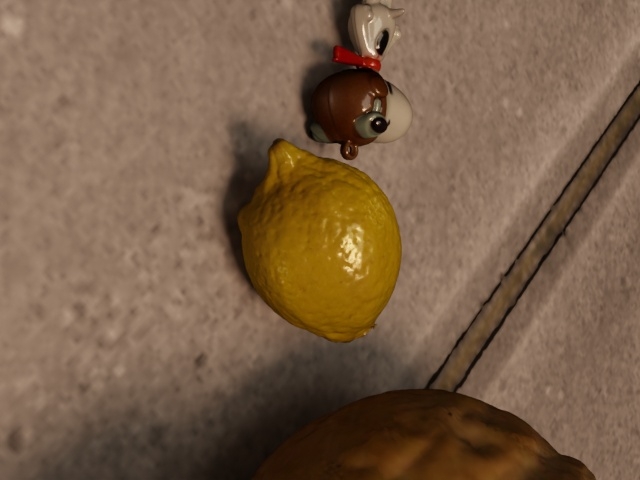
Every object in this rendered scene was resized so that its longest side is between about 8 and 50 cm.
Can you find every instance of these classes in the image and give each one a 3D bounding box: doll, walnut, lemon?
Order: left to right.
[{"bbox_3d":[0.000,0.000,0.357,0.065,0.065,0.092,-36,114,-35],"label":"lemon"},{"bbox_3d":[0.021,-0.080,0.392,0.058,0.040,0.085,-15,104,-53],"label":"doll"},{"bbox_3d":[0.042,0.134,0.341,0.166,0.149,0.167,24,48,-30],"label":"walnut"}]
